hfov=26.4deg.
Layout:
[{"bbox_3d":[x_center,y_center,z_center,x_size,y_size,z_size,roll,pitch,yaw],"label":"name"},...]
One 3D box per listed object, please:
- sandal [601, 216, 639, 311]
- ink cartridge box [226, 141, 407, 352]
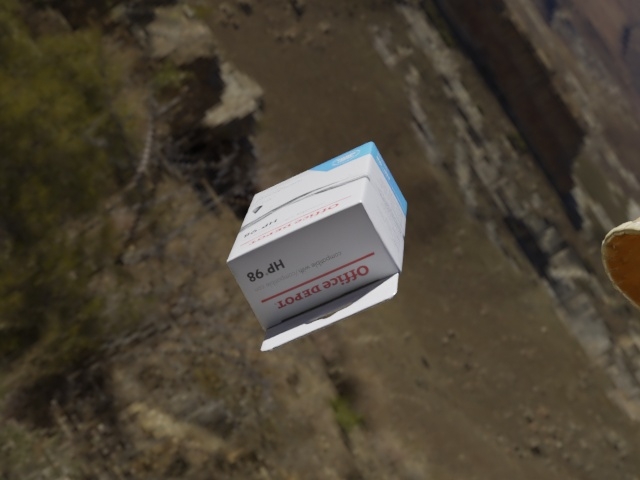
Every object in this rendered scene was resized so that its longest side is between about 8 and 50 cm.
[{"bbox_3d":[0.146,0.012,0.524,0.240,0.079,0.088,-62,149,-49],"label":"sandal"},{"bbox_3d":[0.000,0.000,0.945,0.060,0.104,0.180,62,13,-16],"label":"ink cartridge box"}]
